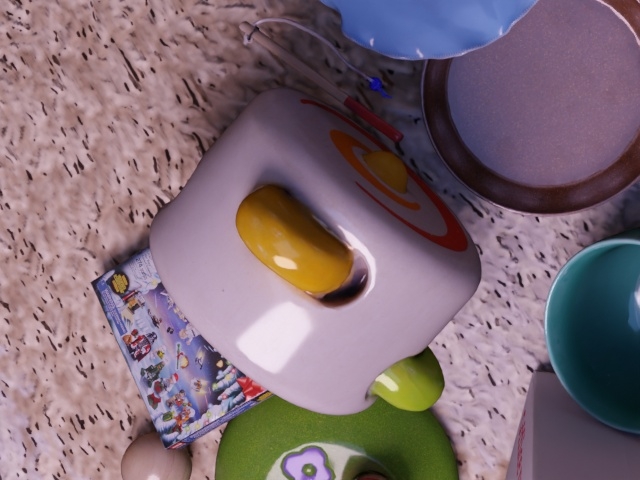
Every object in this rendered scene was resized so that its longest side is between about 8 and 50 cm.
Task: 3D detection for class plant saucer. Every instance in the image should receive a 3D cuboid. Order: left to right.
[{"bbox_3d":[0.152,-0.100,0.930,0.168,0.029,0.168,2,106,9],"label":"plant saucer"}]

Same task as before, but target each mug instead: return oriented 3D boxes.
[{"bbox_3d":[0.236,0.048,0.905,0.158,0.097,0.129,-26,82,43],"label":"mug"}]

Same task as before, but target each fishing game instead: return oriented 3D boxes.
[{"bbox_3d":[0.069,-0.206,0.897,0.189,0.041,0.264,36,98,15],"label":"fishing game"}]

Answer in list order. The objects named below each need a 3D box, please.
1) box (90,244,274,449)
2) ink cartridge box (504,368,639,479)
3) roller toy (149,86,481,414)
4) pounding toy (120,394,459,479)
[{"bbox_3d":[-0.095,0.066,0.984,0.094,0.027,0.137,-32,73,14],"label":"box"},{"bbox_3d":[0.168,0.271,0.930,0.129,0.223,0.307,13,107,5],"label":"ink cartridge box"},{"bbox_3d":[0.000,0.000,0.893,0.209,0.191,0.146,28,111,-39],"label":"roller toy"},{"bbox_3d":[-0.018,0.177,0.990,0.237,0.110,0.183,31,107,-2],"label":"pounding toy"}]
